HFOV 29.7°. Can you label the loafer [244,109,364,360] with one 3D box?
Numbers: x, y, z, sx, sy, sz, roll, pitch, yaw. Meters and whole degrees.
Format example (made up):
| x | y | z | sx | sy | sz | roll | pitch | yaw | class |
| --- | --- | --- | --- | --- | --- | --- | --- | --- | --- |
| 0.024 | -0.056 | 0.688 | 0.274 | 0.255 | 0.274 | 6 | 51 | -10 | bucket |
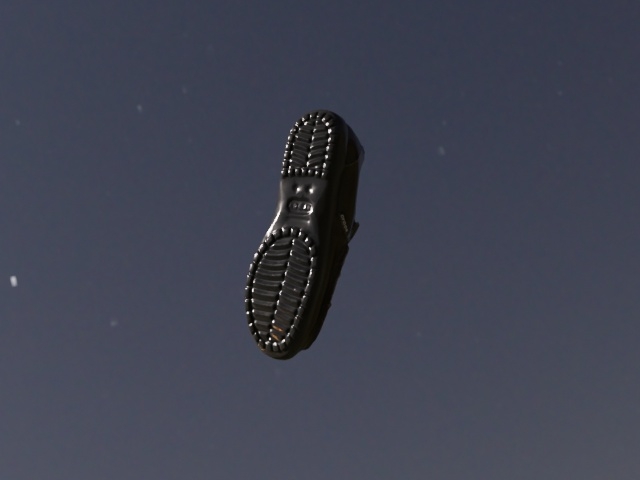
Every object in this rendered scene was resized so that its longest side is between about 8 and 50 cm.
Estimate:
| x | y | z | sx | sy | sz | roll | pitch | yaw | class |
| --- | --- | --- | --- | --- | --- | --- | --- | --- | --- |
| 0.000 | 0.000 | 1.054 | 0.078 | 0.080 | 0.220 | 13 | -86 | -50 | loafer |
